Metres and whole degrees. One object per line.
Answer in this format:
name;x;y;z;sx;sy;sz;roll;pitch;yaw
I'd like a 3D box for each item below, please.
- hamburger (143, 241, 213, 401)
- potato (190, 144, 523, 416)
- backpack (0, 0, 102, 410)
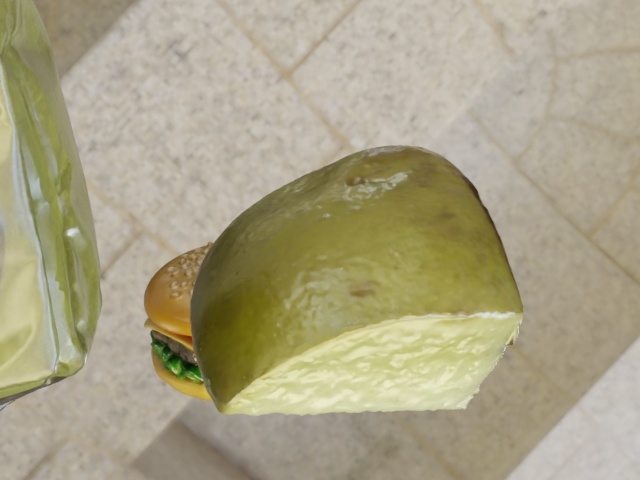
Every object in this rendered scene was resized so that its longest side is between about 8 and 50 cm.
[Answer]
hamburger;-0.080;0.070;1.166;0.162;0.162;0.115;43;-34;53
potato;0.000;0.000;0.558;0.120;0.081;0.149;3;38;-32
backpack;-0.220;-0.013;0.502;0.140;0.253;0.207;-130;-151;-64
